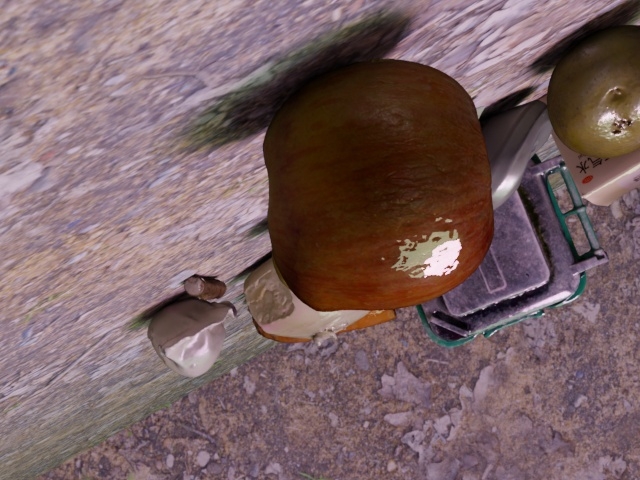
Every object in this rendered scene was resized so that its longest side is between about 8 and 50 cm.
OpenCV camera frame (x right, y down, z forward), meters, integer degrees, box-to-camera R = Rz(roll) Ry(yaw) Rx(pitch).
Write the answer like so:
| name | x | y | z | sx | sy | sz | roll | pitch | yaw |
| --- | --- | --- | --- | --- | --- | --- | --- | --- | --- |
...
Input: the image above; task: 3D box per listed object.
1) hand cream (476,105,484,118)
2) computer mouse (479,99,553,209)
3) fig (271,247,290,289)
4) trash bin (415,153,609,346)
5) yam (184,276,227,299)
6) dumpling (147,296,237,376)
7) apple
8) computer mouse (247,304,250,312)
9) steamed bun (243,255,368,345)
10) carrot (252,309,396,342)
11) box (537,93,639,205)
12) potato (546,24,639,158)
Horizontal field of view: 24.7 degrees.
| name | x | y | z | sx | sy | sz | roll | pitch | yaw |
| --- | --- | --- | --- | --- | --- | --- | --- | --- | --- |
| hand cream | 0.102 | -0.072 | 1.850 | 0.147 | 0.093 | 0.306 | -26 | 163 | -25 |
| computer mouse | 0.192 | -0.086 | 1.996 | 0.331 | 0.095 | 0.197 | -37 | -171 | 49 |
| fig | 0.005 | 0.009 | 1.820 | 0.136 | 0.121 | 0.153 | -24 | 173 | -5 |
| trash bin | 0.277 | -0.006 | 2.327 | 0.295 | 0.259 | 0.381 | -22 | -179 | 7 |
| yam | -0.155 | 0.065 | 1.962 | 0.032 | 0.032 | 0.145 | -30 | 172 | 5 |
| dumpling | -0.175 | 0.124 | 2.030 | 0.127 | 0.108 | 0.188 | -44 | 175 | -8 |
| apple | 0.047 | -0.045 | 1.218 | 0.188 | 0.211 | 0.211 | -7 | 172 | -1 |
| computer mouse | -0.017 | 0.081 | 2.508 | 0.231 | 0.079 | 0.128 | -14 | 170 | -2 |
| steamed bun | 0.009 | 0.070 | 2.167 | 0.170 | 0.152 | 0.238 | -33 | 170 | 38 |
| carrot | 0.000 | 0.102 | 2.373 | 0.225 | 0.159 | 0.159 | -27 | 173 | -2 |
| box | 0.434 | -0.171 | 2.026 | 0.212 | 0.168 | 0.095 | -33 | 158 | 25 |
| potato | 0.365 | -0.182 | 1.783 | 0.174 | 0.159 | 0.251 | -7 | -173 | 12 |
